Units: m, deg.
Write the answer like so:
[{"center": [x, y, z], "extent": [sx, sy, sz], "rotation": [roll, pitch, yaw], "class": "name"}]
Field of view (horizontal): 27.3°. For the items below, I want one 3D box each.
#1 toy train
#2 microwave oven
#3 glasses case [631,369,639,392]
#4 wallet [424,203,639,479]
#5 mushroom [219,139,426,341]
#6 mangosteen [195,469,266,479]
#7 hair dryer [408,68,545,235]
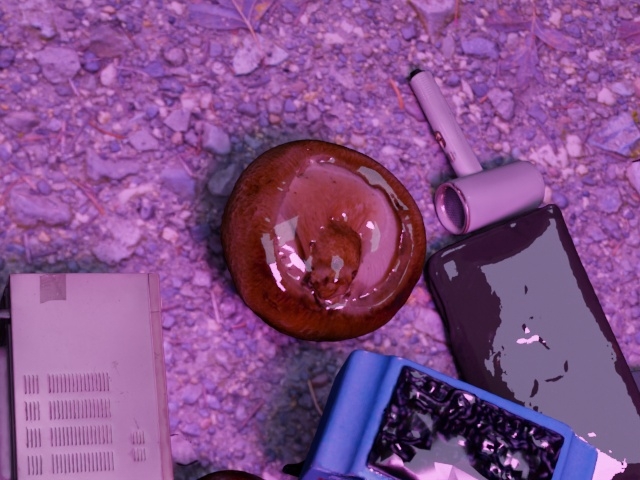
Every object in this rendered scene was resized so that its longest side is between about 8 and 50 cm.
[{"center": [0.120, 0.253, 1.422], "extent": [0.300, 0.265, 0.188], "rotation": [22, 65, -2], "class": "toy train"}, {"center": [-0.261, 0.168, 1.395], "extent": [0.194, 0.145, 0.240], "rotation": [-1, 71, -17], "class": "microwave oven"}, {"center": [0.409, 0.204, 1.671], "extent": [0.184, 0.039, 0.078], "rotation": [-5, 73, -21], "class": "glasses case"}, {"center": [0.273, 0.155, 1.609], "extent": [0.197, 0.051, 0.378], "rotation": [-22, 79, -2], "class": "wallet"}, {"center": [0.000, 0.000, 1.541], "extent": [0.253, 0.153, 0.253], "rotation": [9, 70, -25], "class": "mushroom"}, {"center": [-0.105, 0.328, 1.386], "extent": [0.184, 0.172, 0.172], "rotation": [-19, 76, 2], "class": "mangosteen"}, {"center": [0.182, -0.126, 1.711], "extent": [0.131, 0.073, 0.236], "rotation": [-18, 69, -26], "class": "hair dryer"}]
